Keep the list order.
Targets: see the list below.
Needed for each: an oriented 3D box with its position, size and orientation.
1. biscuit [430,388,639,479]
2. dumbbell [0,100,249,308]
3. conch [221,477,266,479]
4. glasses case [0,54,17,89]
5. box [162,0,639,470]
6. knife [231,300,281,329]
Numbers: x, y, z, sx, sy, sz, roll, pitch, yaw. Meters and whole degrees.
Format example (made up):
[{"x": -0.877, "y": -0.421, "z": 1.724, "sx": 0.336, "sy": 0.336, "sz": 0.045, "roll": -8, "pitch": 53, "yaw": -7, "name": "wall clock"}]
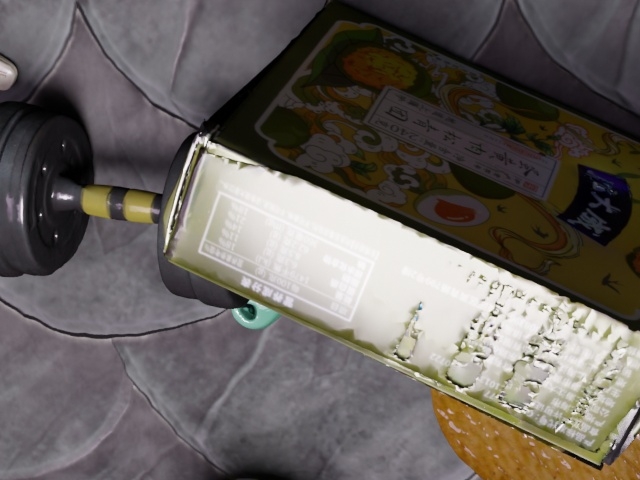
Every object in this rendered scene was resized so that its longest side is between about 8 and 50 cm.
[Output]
[{"x": 0.240, "y": 0.158, "z": 1.672, "sx": 0.262, "sy": 0.037, "sz": 0.262, "roll": 7, "pitch": 117, "yaw": 15, "name": "biscuit"}, {"x": -0.198, "y": -0.038, "z": 1.636, "sx": 0.388, "sy": 0.185, "sz": 0.185, "roll": 9, "pitch": 117, "yaw": 14, "name": "dumbbell"}, {"x": -0.087, "y": 0.383, "z": 1.767, "sx": 0.249, "sy": 0.197, "sz": 0.368, "roll": -47, "pitch": 123, "yaw": -9, "name": "conch"}, {"x": -0.356, "y": -0.188, "z": 1.703, "sx": 0.083, "sy": 0.021, "sz": 0.032, "roll": 31, "pitch": 119, "yaw": 1, "name": "glasses case"}, {"x": 0.118, "y": -0.027, "z": 1.428, "sx": 0.420, "sy": 0.373, "sz": 0.138, "roll": 26, "pitch": 119, "yaw": 5, "name": "box"}, {"x": -0.001, "y": -0.001, "z": 1.681, "sx": 0.063, "sy": 0.034, "sz": 0.260, "roll": 46, "pitch": 114, "yaw": -2, "name": "knife"}]
